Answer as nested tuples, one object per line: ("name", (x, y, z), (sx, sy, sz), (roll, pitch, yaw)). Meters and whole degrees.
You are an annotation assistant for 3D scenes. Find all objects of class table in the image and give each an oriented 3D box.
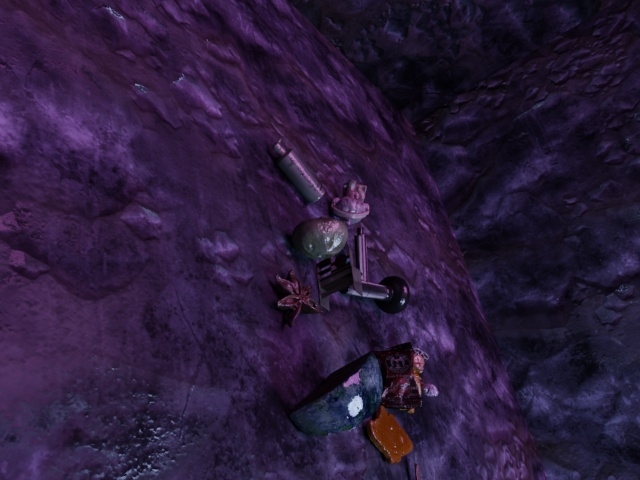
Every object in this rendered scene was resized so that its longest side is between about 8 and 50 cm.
("table", (0.064, 0.135, 1.769), (0.062, 0.146, 0.175), (38, 36, -38))

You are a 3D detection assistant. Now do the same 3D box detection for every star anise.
("star anise", (-0.082, 0.174, 1.576), (0.208, 0.063, 0.171), (-16, 75, -60))

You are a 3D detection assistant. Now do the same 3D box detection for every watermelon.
("watermelon", (0.055, 0.452, 1.450), (0.318, 0.226, 0.148), (-28, 91, -30))

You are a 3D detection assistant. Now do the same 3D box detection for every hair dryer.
("hair dryer", (0.219, 0.114, 2.004), (0.320, 0.156, 0.284), (27, 75, -42))

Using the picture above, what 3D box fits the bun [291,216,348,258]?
("bun", (0.000, 0.000, 1.742), (0.195, 0.195, 0.118), (24, 52, -52))

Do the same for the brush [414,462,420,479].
("brush", (0.327, 0.873, 1.641), (0.084, 0.071, 0.301), (51, 26, -46))

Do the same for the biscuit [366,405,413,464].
("biscuit", (0.230, 0.651, 1.701), (0.280, 0.043, 0.183), (41, 37, -44))

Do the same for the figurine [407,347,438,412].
("figurine", (0.346, 0.525, 1.939), (0.175, 0.116, 0.240), (30, 42, -19))

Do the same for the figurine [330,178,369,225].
("figurine", (0.129, -0.152, 2.156), (0.236, 0.163, 0.141), (-67, 167, -56))

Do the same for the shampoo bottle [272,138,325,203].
("shampoo bottle", (-0.090, -0.261, 1.933), (0.262, 0.085, 0.085), (50, 29, -23))

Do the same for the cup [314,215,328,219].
("cup", (-0.002, -0.035, 1.888), (0.078, 0.077, 0.100), (19, 50, -54))

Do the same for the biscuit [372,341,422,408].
("biscuit", (0.271, 0.479, 1.826), (0.063, 0.151, 0.235), (89, -3, -54))

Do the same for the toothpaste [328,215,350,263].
("toothpaste", (0.080, 0.001, 2.036), (0.070, 0.044, 0.193), (20, 48, -53))
